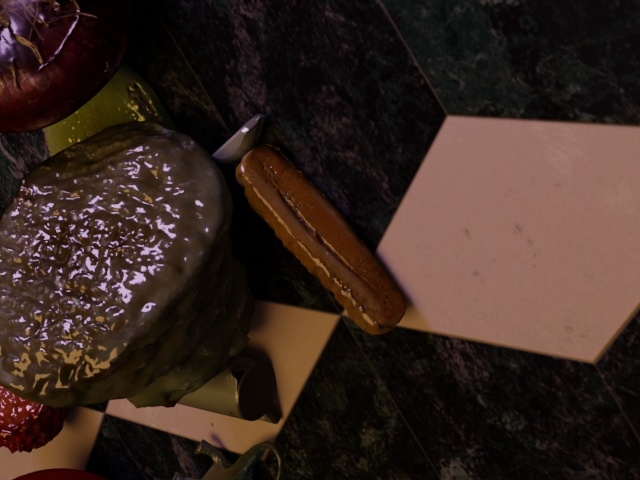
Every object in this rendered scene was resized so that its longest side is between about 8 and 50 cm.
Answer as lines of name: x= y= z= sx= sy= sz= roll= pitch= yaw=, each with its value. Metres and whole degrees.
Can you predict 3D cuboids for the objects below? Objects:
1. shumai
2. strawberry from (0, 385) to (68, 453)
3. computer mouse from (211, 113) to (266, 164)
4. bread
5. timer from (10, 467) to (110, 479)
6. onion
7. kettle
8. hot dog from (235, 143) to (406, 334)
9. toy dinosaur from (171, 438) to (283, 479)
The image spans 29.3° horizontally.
shumai: x=-0.241 y=0.069 z=1.650 sx=0.324 sy=0.397 sz=0.323 roll=30 pitch=171 yaw=35
strawberry: x=-0.524 y=0.277 z=2.155 sx=0.234 sy=0.234 sz=0.178 roll=23 pitch=157 yaw=30
computer mouse: x=-0.099 y=-0.126 z=1.573 sx=0.032 sy=0.056 sz=0.110 roll=48 pitch=136 yaw=-6
bread: x=-0.306 y=-0.129 z=1.766 sx=0.301 sy=0.045 sz=0.301 roll=23 pitch=130 yaw=31
timer: x=-0.452 y=0.581 z=2.098 sx=0.378 sy=0.378 sz=0.279 roll=55 pitch=146 yaw=0
onion: x=-0.389 y=-0.276 z=1.587 sx=0.314 sy=0.314 sz=0.232 roll=35 pitch=168 yaw=21
kettle: x=-0.147 y=0.219 z=1.805 sx=0.148 sy=0.098 sz=0.127 roll=10 pitch=117 yaw=34
hot dog: x=-0.001 y=0.001 z=1.553 sx=0.289 sy=0.083 sz=0.068 roll=50 pitch=157 yaw=5
toy dinosaur: x=-0.163 y=0.395 z=1.951 sx=0.147 sy=0.076 sz=0.363 roll=28 pitch=136 yaw=0
